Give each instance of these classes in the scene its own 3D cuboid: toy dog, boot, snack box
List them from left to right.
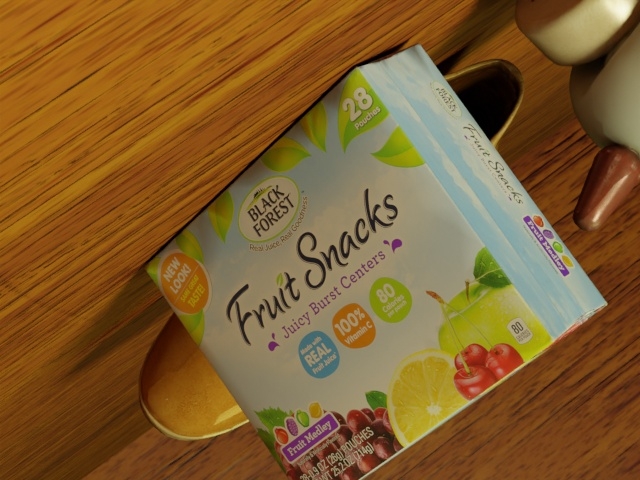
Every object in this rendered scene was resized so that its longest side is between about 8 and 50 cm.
[{"bbox_3d":[0.001,0.000,1.139,0.295,0.104,0.211,-41,172,-17],"label":"boot"},{"bbox_3d":[0.023,0.024,0.964,0.207,0.174,0.070,-40,172,38],"label":"snack box"},{"bbox_3d":[0.232,-0.092,0.894,0.333,0.220,0.161,-44,-158,60],"label":"toy dog"}]
